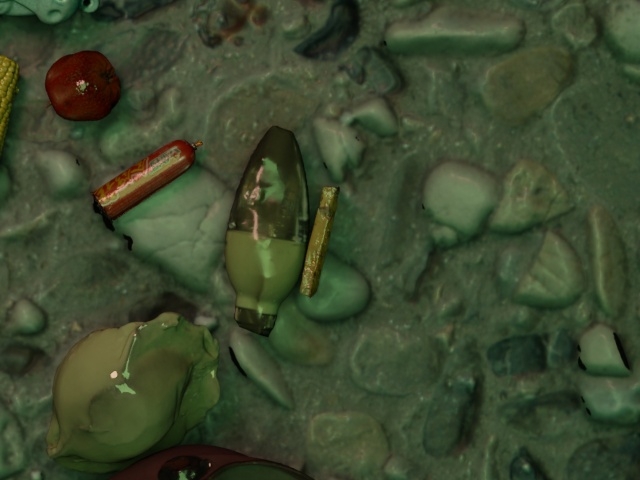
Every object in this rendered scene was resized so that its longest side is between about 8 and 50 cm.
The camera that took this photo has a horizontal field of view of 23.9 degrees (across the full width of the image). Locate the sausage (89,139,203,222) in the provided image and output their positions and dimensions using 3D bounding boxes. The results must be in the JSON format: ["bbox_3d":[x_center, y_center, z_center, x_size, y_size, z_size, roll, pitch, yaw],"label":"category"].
[{"bbox_3d":[-0.201,-0.077,1.799,0.145,0.050,0.048,-33,101,-6],"label":"sausage"}]

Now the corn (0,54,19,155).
[{"bbox_3d":[-0.400,-0.120,1.762,0.067,0.067,0.206,18,88,-8],"label":"corn"}]

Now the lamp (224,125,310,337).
[{"bbox_3d":[-0.062,-0.012,1.796,0.101,0.101,0.250,10,88,-8],"label":"lamp"}]

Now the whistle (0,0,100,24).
[{"bbox_3d":[-0.384,-0.320,1.744,0.274,0.093,0.186,20,116,-5],"label":"whistle"}]

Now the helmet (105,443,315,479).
[{"bbox_3d":[-0.158,0.354,1.745,0.338,0.197,0.271,-33,119,-12],"label":"helmet"}]

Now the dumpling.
[{"bbox_3d":[-0.214,0.184,1.767,0.193,0.147,0.258,23,116,-41],"label":"dumpling"}]

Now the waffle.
[{"bbox_3d":[0.000,0.000,1.809,0.021,0.092,0.135,12,93,4],"label":"waffle"}]

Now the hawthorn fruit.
[{"bbox_3d":[-0.281,-0.177,1.770,0.093,0.093,0.093,0,93,-8],"label":"hawthorn fruit"}]
